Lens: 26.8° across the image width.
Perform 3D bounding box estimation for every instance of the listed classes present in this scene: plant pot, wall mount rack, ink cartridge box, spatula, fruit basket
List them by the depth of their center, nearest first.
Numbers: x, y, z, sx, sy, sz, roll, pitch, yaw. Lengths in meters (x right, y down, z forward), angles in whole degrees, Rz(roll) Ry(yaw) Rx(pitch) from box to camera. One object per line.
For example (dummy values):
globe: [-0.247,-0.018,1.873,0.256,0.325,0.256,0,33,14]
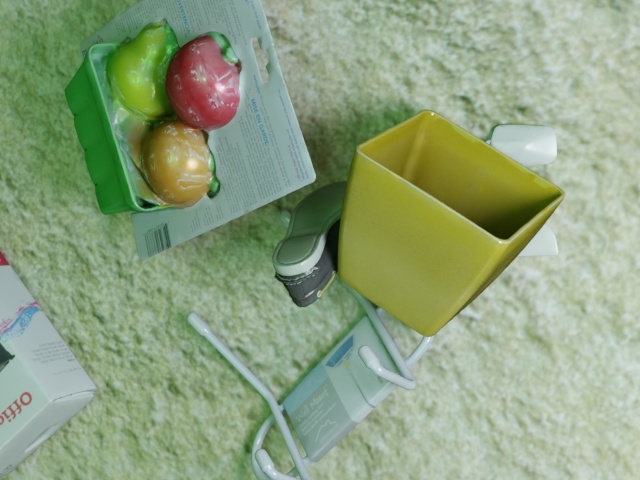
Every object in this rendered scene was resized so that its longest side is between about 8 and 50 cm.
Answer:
plant pot: [0.141,-0.010,1.655,0.212,0.212,0.187,33,121,16]
spatula: [0.187,-0.063,1.740,0.242,0.019,0.168,-1,97,23]
fruit basket: [-0.167,-0.176,1.764,0.353,0.165,0.327,-23,82,36]
wall mount rack: [-0.024,0.147,1.778,0.350,0.130,0.304,-46,44,16]
ink cartridge box: [-0.511,0.173,1.967,0.226,0.131,0.306,-43,75,17]

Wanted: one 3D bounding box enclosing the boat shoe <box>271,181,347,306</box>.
boat shoe: [0.000,0.000,1.723,0.081,0.228,0.069,-5,119,25]
